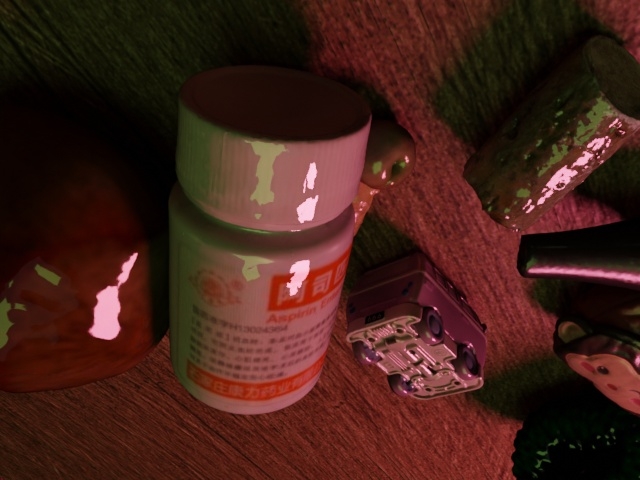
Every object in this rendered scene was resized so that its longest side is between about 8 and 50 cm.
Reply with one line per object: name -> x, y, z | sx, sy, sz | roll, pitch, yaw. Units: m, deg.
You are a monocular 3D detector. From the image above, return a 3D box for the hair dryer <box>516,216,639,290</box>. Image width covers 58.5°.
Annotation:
hair dryer -> 0.387, -0.085, 0.607 | 0.303, 0.120, 0.360 | 3, 124, -1

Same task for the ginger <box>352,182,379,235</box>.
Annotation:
ginger -> 0.000, 0.000, 0.795 | 0.089, 0.075, 0.288 | 19, 133, -11

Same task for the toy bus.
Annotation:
toy bus -> 0.146, 0.132, 0.842 | 0.141, 0.142, 0.202 | -25, 124, 33

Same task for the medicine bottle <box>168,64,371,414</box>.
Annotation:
medicine bottle -> -0.069, 0.008, 0.664 | 0.210, 0.211, 0.372 | 12, 125, 1

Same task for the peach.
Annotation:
peach -> 0.070, -0.101, 0.668 | 0.083, 0.083, 0.083 | 6, 136, 6

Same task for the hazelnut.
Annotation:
hazelnut -> -0.345, 0.016, 0.727 | 0.365, 0.366, 0.366 | 6, 136, 6

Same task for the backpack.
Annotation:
backpack -> 0.454, 0.135, 0.789 | 0.229, 0.139, 0.229 | 18, 134, 20

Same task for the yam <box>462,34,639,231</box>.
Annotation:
yam -> 0.248, -0.109, 0.602 | 0.107, 0.107, 0.194 | 25, 134, -13

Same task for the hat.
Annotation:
hat -> 0.523, 0.412, 0.996 | 0.332, 0.242, 0.274 | 25, 149, -31
